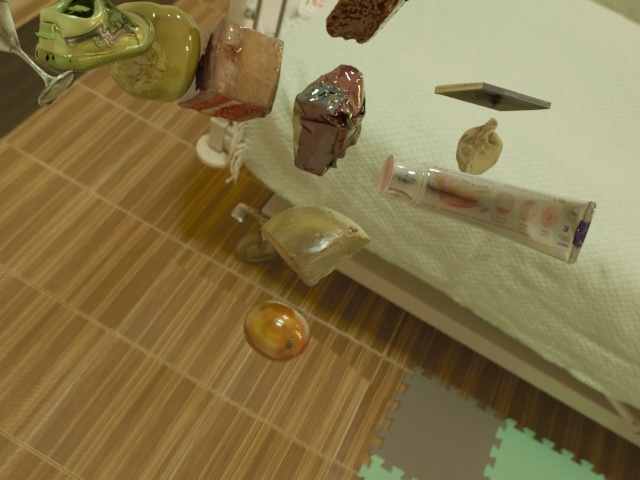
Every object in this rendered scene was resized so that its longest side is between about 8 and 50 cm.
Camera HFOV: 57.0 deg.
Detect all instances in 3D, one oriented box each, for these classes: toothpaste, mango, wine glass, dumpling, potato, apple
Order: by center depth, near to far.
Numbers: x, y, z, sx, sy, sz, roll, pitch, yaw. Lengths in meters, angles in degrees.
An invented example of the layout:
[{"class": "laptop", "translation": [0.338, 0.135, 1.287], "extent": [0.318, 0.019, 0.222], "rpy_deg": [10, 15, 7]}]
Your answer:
[{"class": "toothpaste", "translation": [0.243, -0.050, 0.844], "extent": [0.323, 0.066, 0.100], "rpy_deg": [15, 97, -11]}, {"class": "mango", "translation": [-0.093, 0.197, 1.303], "extent": [0.152, 0.221, 0.120], "rpy_deg": [35, 90, 4]}, {"class": "potato", "translation": [-0.019, -0.033, 1.374], "extent": [0.211, 0.264, 0.189], "rpy_deg": [-37, 76, -4]}, {"class": "wine glass", "translation": [-0.702, -0.437, 1.380], "extent": [0.232, 0.156, 0.156], "rpy_deg": [45, 54, -12]}, {"class": "apple", "translation": [-0.456, -0.516, 1.601], "extent": [0.279, 0.279, 0.279], "rpy_deg": [7, 56, -11]}, {"class": "dumpling", "translation": [0.493, -0.286, 1.815], "extent": [0.132, 0.162, 0.250], "rpy_deg": [23, 37, 20]}]

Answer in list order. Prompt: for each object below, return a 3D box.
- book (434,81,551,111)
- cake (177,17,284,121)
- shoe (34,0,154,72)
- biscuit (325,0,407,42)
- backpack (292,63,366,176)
[{"class": "book", "translation": [0.482, -0.400, 1.652], "extent": [0.269, 0.191, 0.025], "rpy_deg": [5, 97, -31]}, {"class": "cake", "translation": [-0.272, -0.493, 1.753], "extent": [0.237, 0.309, 0.230], "rpy_deg": [14, 87, -32]}, {"class": "shoe", "translation": [-0.410, -0.390, 1.100], "extent": [0.140, 0.128, 0.262], "rpy_deg": [33, 44, 7]}, {"class": "biscuit", "translation": [0.217, -0.835, 1.939], "extent": [0.166, 0.343, 0.395], "rpy_deg": [44, 53, -8]}, {"class": "backpack", "translation": [0.041, -0.381, 1.779], "extent": [0.197, 0.283, 0.317], "rpy_deg": [25, 51, 9]}]
